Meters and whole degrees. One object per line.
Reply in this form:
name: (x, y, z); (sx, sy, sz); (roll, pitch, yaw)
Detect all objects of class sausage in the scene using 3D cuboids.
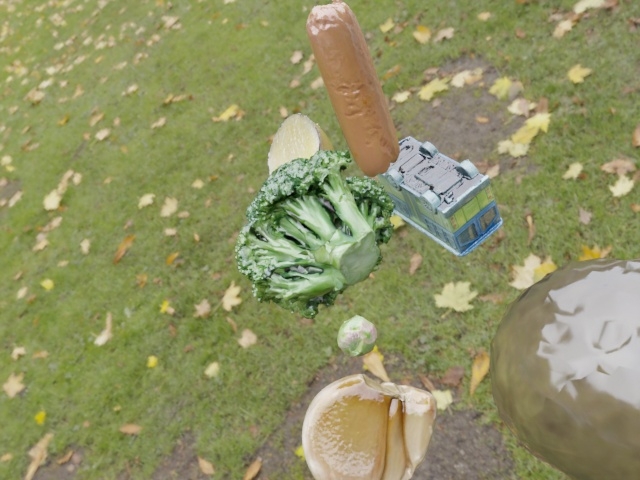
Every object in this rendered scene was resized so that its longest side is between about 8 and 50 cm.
sausage: (0.056, -0.239, 1.032); (0.086, 0.289, 0.086); (-20, 26, 10)

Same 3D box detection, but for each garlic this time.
garlic: (0.074, 0.343, 1.110); (0.110, 0.217, 0.228); (145, 143, -86)

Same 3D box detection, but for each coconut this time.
coconut: (0.070, 0.187, 1.243); (0.083, 0.082, 0.081); (-28, 39, 20)

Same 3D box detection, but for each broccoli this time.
broccoli: (0.000, 0.000, 1.011); (0.269, 0.261, 0.242); (-40, 34, -16)

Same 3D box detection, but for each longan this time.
longan: (0.486, 0.198, 0.934); (0.404, 0.436, 0.404); (-59, 7, 12)

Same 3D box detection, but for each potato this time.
potato: (-0.021, -0.176, 1.450); (0.182, 0.117, 0.202); (-57, 44, 23)

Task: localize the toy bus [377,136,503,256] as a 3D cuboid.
toy bus: (0.283, -0.118, 1.605); (0.152, 0.190, 0.312); (-39, 41, -9)
